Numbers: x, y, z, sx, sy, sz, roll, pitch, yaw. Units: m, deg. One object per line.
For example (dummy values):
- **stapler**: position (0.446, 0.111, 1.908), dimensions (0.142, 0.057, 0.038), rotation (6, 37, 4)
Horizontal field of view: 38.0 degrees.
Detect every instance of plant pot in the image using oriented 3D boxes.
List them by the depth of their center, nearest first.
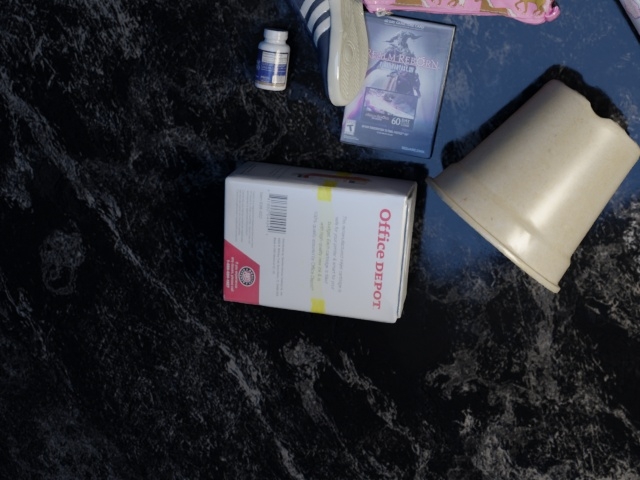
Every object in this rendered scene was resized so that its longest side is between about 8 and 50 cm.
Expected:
- **plant pot**: position (0.422, -0.124, 1.771), dimensions (0.333, 0.334, 0.305), rotation (39, 100, 0)

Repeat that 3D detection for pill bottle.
- **pill bottle**: position (-0.099, -0.377, 1.930), dimensions (0.067, 0.067, 0.120), rotation (11, 109, 10)

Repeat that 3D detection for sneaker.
- **sneaker**: position (0.001, -0.441, 1.853), dimensions (0.148, 0.131, 0.350), rotation (-1, 93, 30)

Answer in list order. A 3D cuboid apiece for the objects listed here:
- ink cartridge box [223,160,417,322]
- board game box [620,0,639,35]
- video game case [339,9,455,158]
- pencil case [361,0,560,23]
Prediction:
- **ink cartridge box**: position (0.000, 0.000, 1.971), dimensions (0.384, 0.160, 0.279), rotation (8, 109, 11)
- **board game box**: position (0.740, -0.398, 1.656), dimensions (0.318, 0.066, 0.318), rotation (-33, 97, -4)
- **video game case**: position (0.155, -0.318, 1.910), dimensions (0.196, 0.026, 0.274), rotation (12, 110, 10)
- **pencil case**: position (0.262, -0.503, 1.756), dimensions (0.385, 0.160, 0.167), rotation (6, 130, 11)
